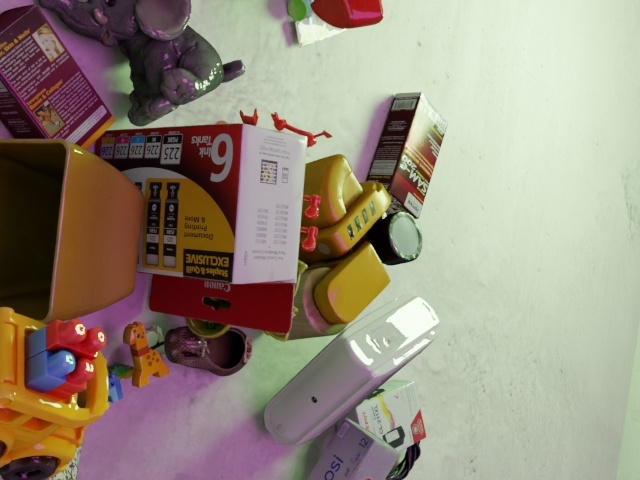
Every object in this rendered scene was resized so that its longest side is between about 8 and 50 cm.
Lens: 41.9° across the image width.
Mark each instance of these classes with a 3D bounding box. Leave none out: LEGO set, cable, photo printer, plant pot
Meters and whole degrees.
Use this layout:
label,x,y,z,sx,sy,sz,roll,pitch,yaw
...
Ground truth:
label,x,y,z,sx,sy,sz,roll,pitch,yaw
LEGO set,-0.296,0.170,1.221,0.227,0.087,0.093,-24,111,-48
cable,0.162,0.443,1.819,0.150,0.047,0.185,-18,107,-48
photo printer,0.047,0.240,1.500,0.107,0.307,0.256,51,39,12
plant pot,-0.345,-0.008,1.071,0.187,0.212,0.212,12,83,-62

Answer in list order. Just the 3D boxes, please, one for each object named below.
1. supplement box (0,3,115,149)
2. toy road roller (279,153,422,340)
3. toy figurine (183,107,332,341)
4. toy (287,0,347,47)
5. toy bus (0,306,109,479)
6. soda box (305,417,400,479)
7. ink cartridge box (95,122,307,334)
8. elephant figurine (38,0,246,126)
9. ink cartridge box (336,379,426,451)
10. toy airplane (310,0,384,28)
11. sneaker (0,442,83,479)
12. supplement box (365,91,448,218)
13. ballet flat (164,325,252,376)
label,x,y,z,sx,sy,sz,roll,pitch,yaw
supplement box,-0.374,-0.199,1.102,0.104,0.080,0.188,-54,131,-32
toy road roller,0.000,0.000,1.487,0.329,0.202,0.241,-45,111,-39
toy figurine,-0.098,-0.009,1.373,0.217,0.191,0.363,87,12,-81
toy,0.031,-0.460,1.586,0.237,0.056,0.137,-33,118,-44
toy bus,-0.315,0.164,0.947,0.220,0.211,0.150,41,28,-52
soda box,0.023,0.484,1.561,0.098,0.091,0.286,37,83,-44
ink cartridge box,-0.180,-0.017,1.170,0.130,0.309,0.272,4,90,-50
elephant figurine,-0.253,-0.301,1.199,0.239,0.169,0.186,62,18,-12
ink cartridge box,0.123,0.374,1.715,0.175,0.072,0.128,-16,95,-40
toy airplane,-0.037,-0.529,1.374,0.386,0.272,0.384,24,59,-4
sneaker,-0.445,0.230,1.038,0.410,0.158,0.182,52,34,-41
supplement box,0.184,-0.180,1.778,0.130,0.073,0.240,36,66,-46
ballet flat,-0.166,0.175,1.359,0.250,0.058,0.084,28,57,-65
